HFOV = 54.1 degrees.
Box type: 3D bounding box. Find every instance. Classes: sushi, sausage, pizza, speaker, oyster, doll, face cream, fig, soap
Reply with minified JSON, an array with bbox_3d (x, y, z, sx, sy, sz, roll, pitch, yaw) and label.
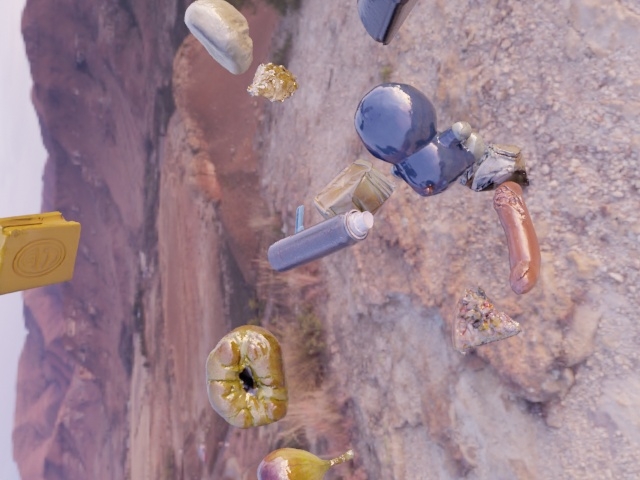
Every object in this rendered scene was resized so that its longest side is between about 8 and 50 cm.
[{"bbox_3d":[0.425,-0.198,1.620,0.273,0.134,0.109,-111,16,-78],"label":"sushi"},{"bbox_3d":[0.405,-0.013,1.289,0.078,0.078,0.304,115,164,-45],"label":"sausage"},{"bbox_3d":[0.427,0.216,1.630,0.195,0.052,0.185,5,83,44],"label":"pizza"},{"bbox_3d":[0.184,-0.662,1.421,0.388,0.184,0.180,-59,-1,-17],"label":"speaker"},{"bbox_3d":[-0.105,-0.330,1.311,0.121,0.146,0.045,44,142,37],"label":"oyster"},{"bbox_3d":[0.183,-0.205,1.274,0.154,0.258,0.228,-49,10,-36],"label":"doll"},{"bbox_3d":[0.000,0.000,1.329,0.283,0.073,0.073,-23,65,44],"label":"face cream"},{"bbox_3d":[-0.045,0.539,1.467,0.143,0.231,0.160,7,125,48],"label":"fig"},{"bbox_3d":[-0.820,0.034,1.759,0.324,0.096,0.204,-20,-56,-73],"label":"soap"}]

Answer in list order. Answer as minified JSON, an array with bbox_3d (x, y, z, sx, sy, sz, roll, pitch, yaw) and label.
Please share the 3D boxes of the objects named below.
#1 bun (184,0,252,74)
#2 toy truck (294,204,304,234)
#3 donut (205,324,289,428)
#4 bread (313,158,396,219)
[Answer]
[{"bbox_3d":[-0.235,-0.518,1.555,0.127,0.222,0.222,-48,25,-2],"label":"bun"},{"bbox_3d":[-0.026,-0.018,1.577,0.063,0.074,0.136,172,102,-72],"label":"toy truck"},{"bbox_3d":[-0.187,0.347,1.614,0.128,0.208,0.261,-116,22,-76],"label":"donut"},{"bbox_3d":[0.090,-0.113,1.637,0.192,0.110,0.210,-45,18,-2],"label":"bread"}]
